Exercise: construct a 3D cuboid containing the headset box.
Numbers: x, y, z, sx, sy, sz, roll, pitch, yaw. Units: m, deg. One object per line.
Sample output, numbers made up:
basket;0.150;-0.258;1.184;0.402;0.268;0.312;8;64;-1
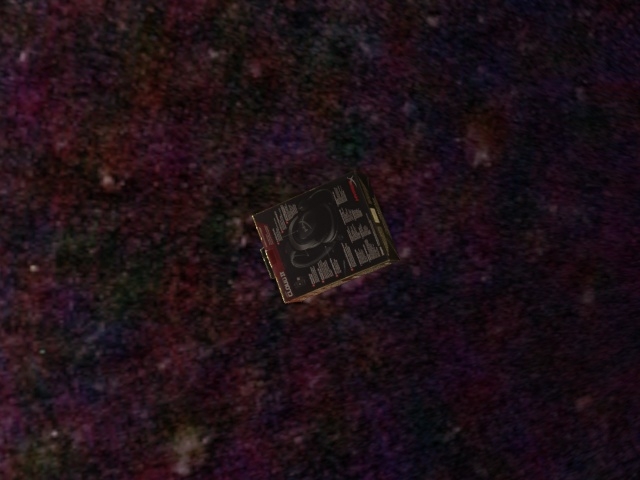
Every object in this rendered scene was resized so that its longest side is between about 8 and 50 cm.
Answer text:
headset box;0.000;0.000;0.676;0.083;0.032;0.062;-24;81;17
